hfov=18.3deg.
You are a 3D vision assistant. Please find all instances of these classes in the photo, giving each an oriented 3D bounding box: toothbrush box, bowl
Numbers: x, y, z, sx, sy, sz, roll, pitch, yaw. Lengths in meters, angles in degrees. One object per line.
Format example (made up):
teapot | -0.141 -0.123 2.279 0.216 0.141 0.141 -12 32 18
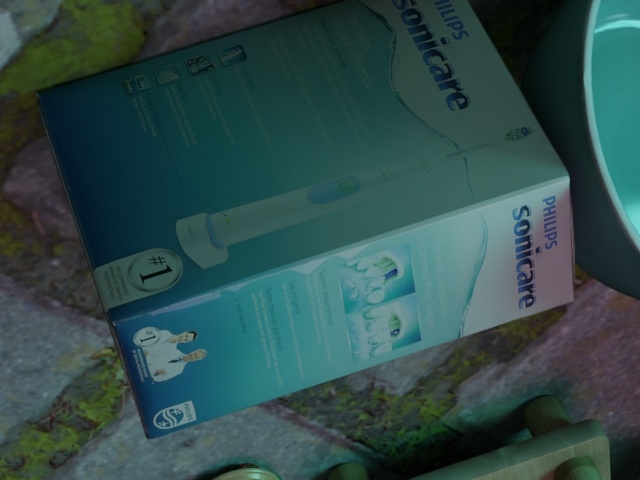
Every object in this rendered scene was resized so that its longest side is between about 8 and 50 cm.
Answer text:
toothbrush box | -0.010 -0.029 1.287 0.296 0.216 0.126 -19 139 -7
bowl | 0.256 -0.077 1.337 0.312 0.311 0.163 4 170 -28

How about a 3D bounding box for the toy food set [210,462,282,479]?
toy food set | -0.072 0.216 1.655 0.083 0.020 0.082 -36 137 13

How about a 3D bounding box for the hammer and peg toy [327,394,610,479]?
hammer and peg toy | 0.135 0.313 1.767 0.266 0.127 0.361 -17 138 -7

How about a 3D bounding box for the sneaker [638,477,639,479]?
sneaker | 0.351 0.280 1.809 0.091 0.126 0.240 -62 152 -7
